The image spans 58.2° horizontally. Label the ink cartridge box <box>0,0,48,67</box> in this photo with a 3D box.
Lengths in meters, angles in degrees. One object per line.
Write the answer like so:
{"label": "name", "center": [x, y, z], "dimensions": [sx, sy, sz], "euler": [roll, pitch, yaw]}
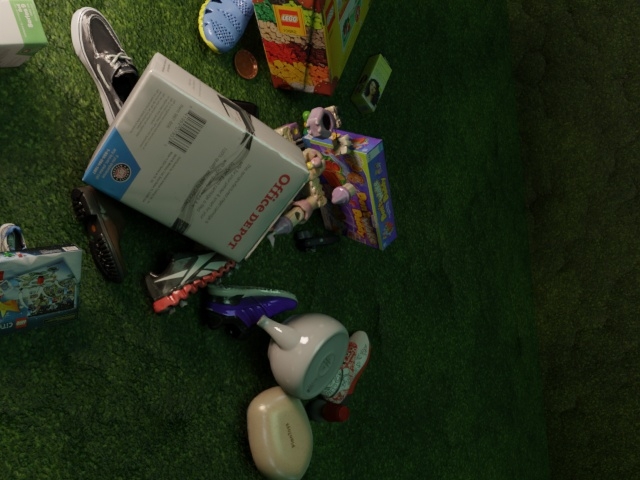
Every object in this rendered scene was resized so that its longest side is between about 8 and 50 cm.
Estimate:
{"label": "ink cartridge box", "center": [-0.647, -0.376, 1.059], "dimensions": [0.212, 0.154, 0.093], "euler": [-27, 106, -45]}

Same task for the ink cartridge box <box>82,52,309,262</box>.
{"label": "ink cartridge box", "center": [-0.266, -0.171, 1.280], "dimensions": [0.395, 0.285, 0.166], "euler": [31, 21, -25]}

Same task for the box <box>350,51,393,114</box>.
{"label": "box", "center": [0.186, -0.567, 2.069], "dimensions": [0.087, 0.058, 0.232], "euler": [44, 55, -36]}

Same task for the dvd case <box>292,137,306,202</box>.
{"label": "dvd case", "center": [-0.038, -0.206, 1.752], "dimensions": [0.165, 0.018, 0.221], "euler": [-29, 125, -36]}

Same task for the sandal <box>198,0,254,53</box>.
{"label": "sandal", "center": [-0.224, -0.647, 1.570], "dimensions": [0.126, 0.138, 0.317], "euler": [39, 60, -40]}

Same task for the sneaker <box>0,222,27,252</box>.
{"label": "sneaker", "center": [-0.605, 0.033, 1.133], "dimensions": [0.052, 0.058, 0.135], "euler": [-12, 96, -48]}

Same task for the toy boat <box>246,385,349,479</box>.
{"label": "toy boat", "center": [-0.072, 0.528, 1.624], "dimensions": [0.318, 0.148, 0.267], "euler": [-11, 89, -40]}

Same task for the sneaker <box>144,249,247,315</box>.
{"label": "sneaker", "center": [-0.303, 0.062, 1.397], "dimensions": [0.276, 0.098, 0.135], "euler": [-33, 94, -22]}

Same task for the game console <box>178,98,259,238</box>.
{"label": "game console", "center": [-0.277, -0.179, 1.448], "dimensions": [0.213, 0.044, 0.361], "euler": [7, 93, -3]}

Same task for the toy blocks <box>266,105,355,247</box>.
{"label": "toy blocks", "center": [-0.093, -0.165, 1.530], "dimensions": [0.260, 0.309, 0.288], "euler": [-40, 115, -49]}

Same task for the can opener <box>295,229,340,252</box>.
{"label": "can opener", "center": [0.000, 0.000, 1.802], "dimensions": [0.186, 0.059, 0.073], "euler": [-3, 87, -47]}

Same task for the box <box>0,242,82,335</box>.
{"label": "box", "center": [-0.586, 0.098, 1.114], "dimensions": [0.233, 0.044, 0.159], "euler": [-9, 117, -48]}

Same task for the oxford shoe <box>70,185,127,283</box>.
{"label": "oxford shoe", "center": [-0.464, -0.017, 1.278], "dimensions": [0.096, 0.083, 0.227], "euler": [-26, 106, -51]}

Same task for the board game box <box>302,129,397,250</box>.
{"label": "board game box", "center": [0.091, -0.155, 1.711], "dimensions": [0.078, 0.233, 0.347], "euler": [-43, 136, -30]}

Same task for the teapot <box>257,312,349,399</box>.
{"label": "teapot", "center": [-0.054, 0.295, 1.576], "dimensions": [0.253, 0.187, 0.255], "euler": [-25, 134, -48]}

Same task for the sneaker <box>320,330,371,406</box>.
{"label": "sneaker", "center": [0.067, 0.378, 1.812], "dimensions": [0.145, 0.090, 0.270], "euler": [47, 56, -37]}

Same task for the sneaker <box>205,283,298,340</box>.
{"label": "sneaker", "center": [-0.190, 0.198, 1.553], "dimensions": [0.293, 0.102, 0.146], "euler": [9, 86, -43]}

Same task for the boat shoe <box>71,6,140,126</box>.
{"label": "boat shoe", "center": [-0.462, -0.381, 1.302], "dimensions": [0.108, 0.102, 0.301], "euler": [-27, 106, -46]}

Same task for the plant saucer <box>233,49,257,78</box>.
{"label": "plant saucer", "center": [-0.216, -0.504, 1.653], "dimensions": [0.084, 0.013, 0.083], "euler": [8, 79, -47]}

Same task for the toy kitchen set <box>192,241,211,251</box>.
{"label": "toy kitchen set", "center": [-0.270, 0.010, 1.491], "dimensions": [0.083, 0.075, 0.068], "euler": [31, 63, -46]}

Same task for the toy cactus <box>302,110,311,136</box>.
{"label": "toy cactus", "center": [0.000, -0.297, 1.816], "dimensions": [0.180, 0.112, 0.219], "euler": [-53, 132, -25]}

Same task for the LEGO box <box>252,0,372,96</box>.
{"label": "LEGO box", "center": [0.004, -0.736, 1.672], "dimensions": [0.372, 0.193, 0.500], "euler": [77, 30, -59]}
